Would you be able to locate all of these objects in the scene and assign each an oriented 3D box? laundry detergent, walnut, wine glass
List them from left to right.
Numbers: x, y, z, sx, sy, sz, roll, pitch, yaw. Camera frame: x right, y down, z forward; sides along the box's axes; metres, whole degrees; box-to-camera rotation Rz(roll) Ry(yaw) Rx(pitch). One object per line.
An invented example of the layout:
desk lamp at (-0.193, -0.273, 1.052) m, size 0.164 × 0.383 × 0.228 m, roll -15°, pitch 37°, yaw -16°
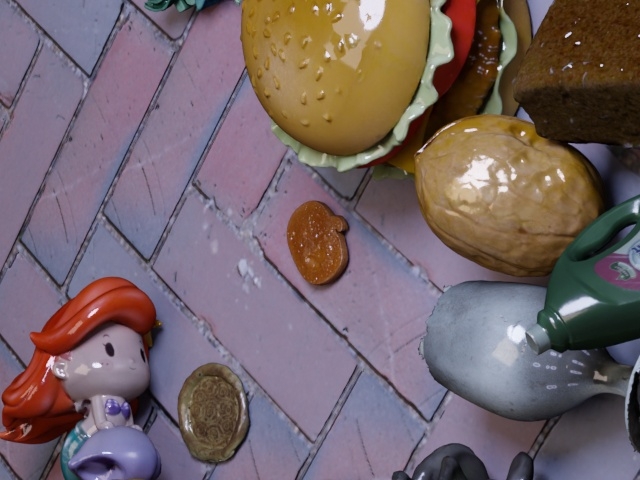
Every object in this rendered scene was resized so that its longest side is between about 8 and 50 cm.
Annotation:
walnut at (0.167, -0.041, 1.748) m, size 0.180 × 0.144 × 0.144 m, roll 20°, pitch 102°, yaw 3°
wine glass at (0.210, 0.107, 1.715) m, size 0.241 × 0.126 × 0.126 m, roll 14°, pitch 95°, yaw 41°
laundry detergent at (0.258, 0.028, 1.634) m, size 0.211 × 0.063 × 0.137 m, roll -30°, pitch 45°, yaw -9°

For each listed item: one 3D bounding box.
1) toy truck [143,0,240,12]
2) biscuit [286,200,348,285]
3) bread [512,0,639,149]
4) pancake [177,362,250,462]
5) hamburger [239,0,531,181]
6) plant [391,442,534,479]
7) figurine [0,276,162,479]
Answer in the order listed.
toy truck at (-0.116, -0.282, 2.119) m, size 0.154 × 0.080 × 0.078 m, roll -25°, pitch 95°, yaw 40°
biscuit at (0.000, 0.000, 2.006) m, size 0.078 × 0.015 × 0.091 m, roll -38°, pitch 61°, yaw 33°
bread at (0.352, -0.149, 1.578) m, size 0.416 × 0.113 × 0.165 m, roll 8°, pitch 56°, yaw 46°
pancake at (-0.116, 0.186, 2.102) m, size 0.115 × 0.011 × 0.115 m, roll -6°, pitch 82°, yaw 46°
hamburger at (0.045, -0.195, 1.845) m, size 0.274 × 0.212 × 0.274 m, roll -6°, pitch 81°, yaw 44°
plant at (0.126, 0.325, 1.735) m, size 0.188 × 0.199 × 0.276 m, roll 11°, pitch 97°, yaw 38°
figurine at (-0.251, 0.187, 2.128) m, size 0.208 × 0.181 × 0.257 m, roll 115°, pitch 147°, yaw -57°
